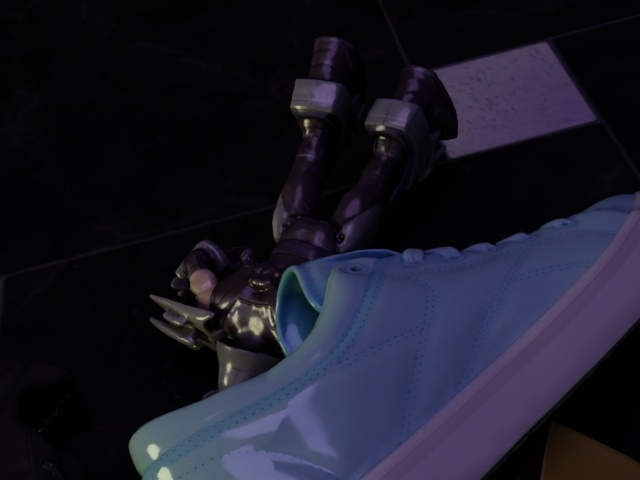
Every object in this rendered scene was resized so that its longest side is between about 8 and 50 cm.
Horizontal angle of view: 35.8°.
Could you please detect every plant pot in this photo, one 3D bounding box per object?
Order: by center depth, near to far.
[{"bbox_3d":[0.136,0.153,0.490,0.083,0.081,0.081,17,50,6],"label":"plant pot"}]

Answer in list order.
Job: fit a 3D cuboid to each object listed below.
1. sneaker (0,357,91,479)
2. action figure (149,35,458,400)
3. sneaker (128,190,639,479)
[{"bbox_3d":[-0.193,0.170,0.545,0.130,0.109,0.286,-6,46,-2],"label":"sneaker"},{"bbox_3d":[0.000,0.000,0.672,0.185,0.099,0.285,16,63,20],"label":"action figure"},{"bbox_3d":[0.061,0.043,0.524,0.150,0.135,0.366,46,52,14],"label":"sneaker"}]
